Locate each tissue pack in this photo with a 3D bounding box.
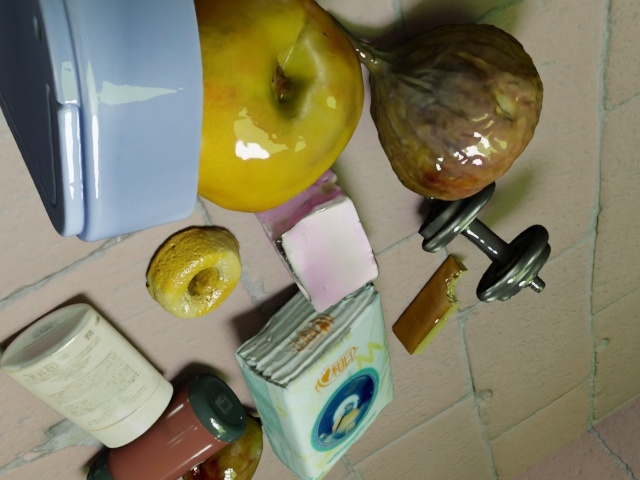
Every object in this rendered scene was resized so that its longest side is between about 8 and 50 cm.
[{"bbox_3d":[0.005,0.272,1.680,0.287,0.162,0.388,-43,145,-25],"label":"tissue pack"}]

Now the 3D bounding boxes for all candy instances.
[{"bbox_3d":[0.000,0.000,1.477,0.156,0.115,0.265,-34,142,-4],"label":"candy"}]

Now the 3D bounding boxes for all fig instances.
[{"bbox_3d":[-0.172,0.423,1.781,0.274,0.170,0.145,-28,142,-41],"label":"fig"},{"bbox_3d":[0.157,-0.245,1.298,0.369,0.286,0.286,37,106,-19],"label":"fig"}]

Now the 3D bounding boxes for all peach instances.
[{"bbox_3d":[-0.098,-0.177,1.097,0.289,0.308,0.288,2,86,-25],"label":"peach"}]

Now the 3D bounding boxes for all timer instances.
[{"bbox_3d":[-0.230,-0.225,0.866,0.173,0.395,0.395,-13,137,-26],"label":"timer"}]

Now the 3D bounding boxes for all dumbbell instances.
[{"bbox_3d":[0.314,-0.001,1.611,0.192,0.290,0.192,-49,-178,2],"label":"dumbbell"}]

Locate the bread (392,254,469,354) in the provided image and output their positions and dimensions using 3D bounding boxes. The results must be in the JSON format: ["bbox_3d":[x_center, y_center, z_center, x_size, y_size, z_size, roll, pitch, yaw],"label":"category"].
[{"bbox_3d":[0.248,0.142,1.837,0.049,0.088,0.226,12,123,-42],"label":"bread"}]

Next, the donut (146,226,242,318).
[{"bbox_3d":[-0.207,0.063,1.428,0.162,0.065,0.178,-6,132,-33],"label":"donut"}]

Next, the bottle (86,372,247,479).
[{"bbox_3d":[-0.309,0.405,1.637,0.336,0.144,0.144,-38,143,14],"label":"bottle"}]

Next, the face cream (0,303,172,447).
[{"bbox_3d":[-0.386,0.245,1.471,0.174,0.081,0.348,-34,142,-4],"label":"face cream"}]
